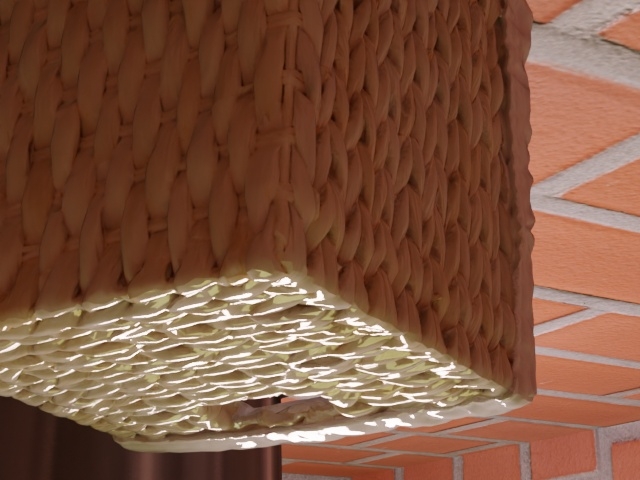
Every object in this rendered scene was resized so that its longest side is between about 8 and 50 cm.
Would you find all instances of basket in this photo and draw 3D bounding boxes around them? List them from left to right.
[{"bbox_3d":[-0.062,-0.059,0.751,0.328,0.331,0.266,-12,153,31],"label":"basket"}]

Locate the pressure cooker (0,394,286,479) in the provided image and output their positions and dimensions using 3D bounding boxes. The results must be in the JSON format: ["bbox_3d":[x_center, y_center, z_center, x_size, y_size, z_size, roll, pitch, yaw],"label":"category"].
[{"bbox_3d":[-0.210,0.204,1.124,0.370,0.420,0.375,16,146,-30],"label":"pressure cooker"}]
